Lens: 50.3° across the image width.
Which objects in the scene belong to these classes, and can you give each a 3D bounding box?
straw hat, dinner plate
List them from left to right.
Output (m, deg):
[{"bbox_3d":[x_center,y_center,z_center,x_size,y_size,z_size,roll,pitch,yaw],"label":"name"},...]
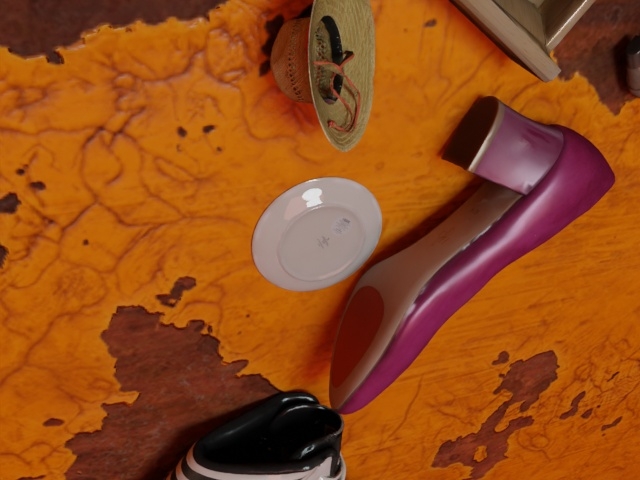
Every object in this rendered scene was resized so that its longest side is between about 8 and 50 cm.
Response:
[{"bbox_3d":[-0.006,-0.145,0.550,0.061,0.144,0.144,6,135,25],"label":"straw hat"},{"bbox_3d":[0.000,0.000,0.695,0.141,0.017,0.141,-12,128,-16],"label":"dinner plate"}]

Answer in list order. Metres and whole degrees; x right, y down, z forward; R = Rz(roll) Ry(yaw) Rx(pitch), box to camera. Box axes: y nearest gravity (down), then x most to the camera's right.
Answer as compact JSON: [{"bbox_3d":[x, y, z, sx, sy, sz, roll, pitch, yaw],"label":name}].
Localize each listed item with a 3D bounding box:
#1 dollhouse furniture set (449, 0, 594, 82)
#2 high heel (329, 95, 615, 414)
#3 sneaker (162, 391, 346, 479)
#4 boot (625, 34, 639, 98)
[{"bbox_3d":[0.258,-0.189,0.415,0.362,0.394,0.256,27,111,-36],"label":"dollhouse furniture set"},{"bbox_3d":[0.156,0.049,0.717,0.181,0.127,0.377,23,110,-23],"label":"high heel"},{"bbox_3d":[0.013,0.340,0.851,0.447,0.169,0.257,20,116,-31],"label":"sneaker"},{"bbox_3d":[0.356,-0.198,0.688,0.118,0.042,0.087,-45,135,14],"label":"boot"}]
